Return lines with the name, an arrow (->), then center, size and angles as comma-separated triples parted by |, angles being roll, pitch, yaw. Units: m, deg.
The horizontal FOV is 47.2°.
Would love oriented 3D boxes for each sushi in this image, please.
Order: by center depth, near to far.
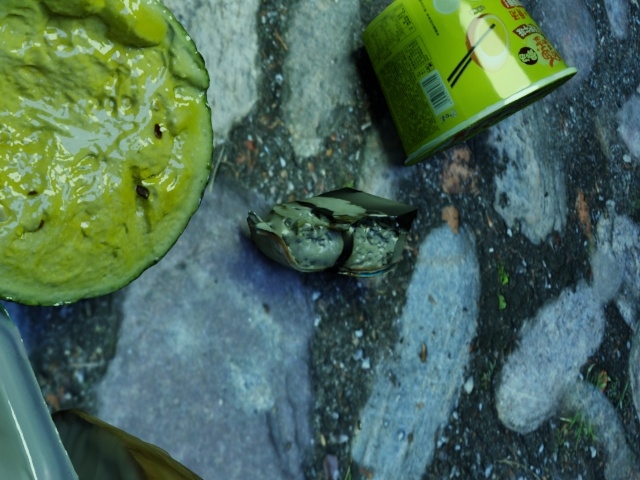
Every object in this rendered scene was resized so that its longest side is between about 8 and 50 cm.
sushi -> 0.007, 0.007, 1.028 | 0.273, 0.134, 0.109 | -17, 119, -48

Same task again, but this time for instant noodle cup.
instant noodle cup -> 0.221, -0.285, 1.169 | 0.311, 0.311, 0.221 | -27, 89, -41

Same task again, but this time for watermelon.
watermelon -> -0.276, -0.115, 0.749 | 0.331, 0.189, 0.330 | -32, 137, -35

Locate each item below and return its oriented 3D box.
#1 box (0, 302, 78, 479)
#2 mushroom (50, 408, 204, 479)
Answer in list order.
box -> -0.370, 0.180, 0.524 | 0.337, 0.106, 0.264 | -25, 67, -18
mushroom -> -0.115, 0.355, 0.731 | 0.397, 0.314, 0.224 | 43, 60, -32
